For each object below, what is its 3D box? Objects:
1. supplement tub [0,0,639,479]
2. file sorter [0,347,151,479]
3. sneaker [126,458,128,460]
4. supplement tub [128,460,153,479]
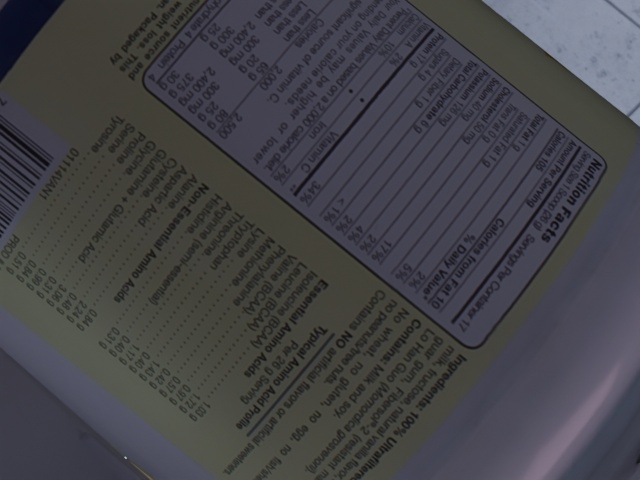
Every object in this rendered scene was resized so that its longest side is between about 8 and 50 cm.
[{"bbox_3d":[0.000,0.000,0.561,0.235,0.325,0.235,-51,-179,1],"label":"supplement tub"},{"bbox_3d":[-0.197,0.125,0.342,0.173,0.193,0.278,-48,-178,24],"label":"file sorter"},{"bbox_3d":[-0.240,0.111,0.598,0.314,0.136,0.116,-25,154,-27],"label":"sneaker"},{"bbox_3d":[-0.176,0.136,0.811,0.331,0.241,0.241,-52,180,11],"label":"supplement tub"}]
